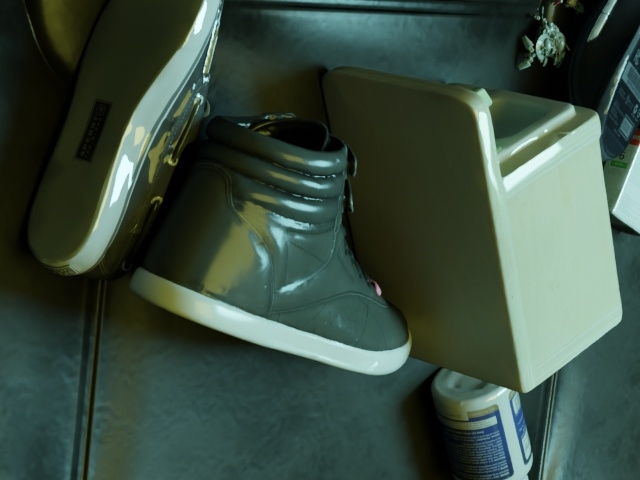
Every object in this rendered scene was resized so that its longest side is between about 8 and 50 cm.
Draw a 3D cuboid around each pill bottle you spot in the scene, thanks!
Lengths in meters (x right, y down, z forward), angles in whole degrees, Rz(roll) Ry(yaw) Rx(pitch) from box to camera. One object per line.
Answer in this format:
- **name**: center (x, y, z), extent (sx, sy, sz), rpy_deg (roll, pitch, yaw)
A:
- **pill bottle**: center (0.131, 0.157, 1.574), extent (0.067, 0.067, 0.120), rpy_deg (-36, 125, -33)

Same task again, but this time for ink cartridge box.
- **ink cartridge box**: center (0.272, -0.066, 1.680), extent (0.063, 0.029, 0.115), rpy_deg (30, 79, -46)

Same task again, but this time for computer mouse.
- **computer mouse**: center (0.267, -0.184, 1.629), extent (0.184, 0.060, 0.262), rpy_deg (21, 90, -65)

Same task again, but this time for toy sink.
- **toy sink**: center (0.115, -0.033, 1.442), extent (0.131, 0.153, 0.234), rpy_deg (-33, 122, -35)

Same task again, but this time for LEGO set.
- **LEGO set**: center (0.186, -0.165, 1.567), extent (0.054, 0.023, 0.083), rpy_deg (34, 77, -45)

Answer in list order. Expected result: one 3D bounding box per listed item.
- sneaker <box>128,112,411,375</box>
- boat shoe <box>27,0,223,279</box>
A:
- **sneaker**: center (0.000, 0.000, 1.340), extent (0.296, 0.105, 0.146), rpy_deg (19, 95, -57)
- **boat shoe**: center (-0.107, -0.078, 1.258), extent (0.076, 0.080, 0.228), rpy_deg (25, 85, -53)
